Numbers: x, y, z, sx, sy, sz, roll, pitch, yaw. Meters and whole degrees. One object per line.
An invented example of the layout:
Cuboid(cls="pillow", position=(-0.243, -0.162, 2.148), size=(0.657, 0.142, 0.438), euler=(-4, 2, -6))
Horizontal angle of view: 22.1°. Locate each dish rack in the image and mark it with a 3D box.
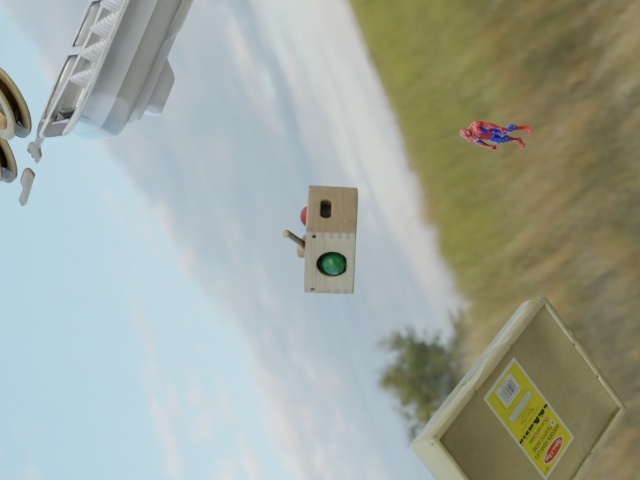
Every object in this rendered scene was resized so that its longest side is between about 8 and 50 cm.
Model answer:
Cuboid(cls="dish rack", position=(-0.148, -0.206, 1.395), size=(0.072, 0.286, 0.333), euler=(24, 177, -14))

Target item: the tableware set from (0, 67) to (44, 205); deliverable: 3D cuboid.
Cuboid(cls="tableware set", position=(-0.348, -0.116, 1.711), size=(0.128, 0.039, 0.194), euler=(51, 152, 9))

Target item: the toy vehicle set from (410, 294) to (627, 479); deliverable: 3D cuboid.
Cuboid(cls="toy vehicle set", position=(0.217, 0.197, 1.741), size=(0.166, 0.035, 0.267), euler=(54, -134, -9))

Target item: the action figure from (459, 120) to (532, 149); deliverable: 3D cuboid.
Cuboid(cls="action figure", position=(0.235, -0.143, 2.221), size=(0.038, 0.115, 0.030), euler=(-60, 41, 36))

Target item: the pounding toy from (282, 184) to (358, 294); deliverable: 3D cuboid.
Cuboid(cls="pounding toy", position=(0.000, 0.000, 2.289), size=(0.141, 0.100, 0.130), euler=(-86, -2, -52))
